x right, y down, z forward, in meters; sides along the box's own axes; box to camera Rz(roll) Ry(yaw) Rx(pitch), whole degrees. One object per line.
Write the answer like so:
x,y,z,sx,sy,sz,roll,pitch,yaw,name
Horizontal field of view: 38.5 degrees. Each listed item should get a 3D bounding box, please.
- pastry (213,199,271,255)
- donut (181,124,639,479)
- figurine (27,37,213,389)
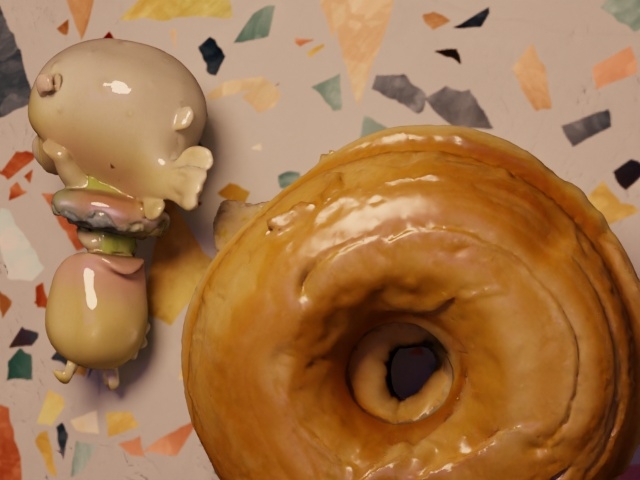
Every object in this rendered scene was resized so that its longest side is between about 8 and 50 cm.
-0.003,-0.006,1.008,0.258,0.089,0.122,-12,84,13,pastry
0.083,0.113,0.854,0.448,0.198,0.449,0,92,10,donut
-0.222,-0.028,1.026,0.274,0.226,0.395,6,86,46,figurine
